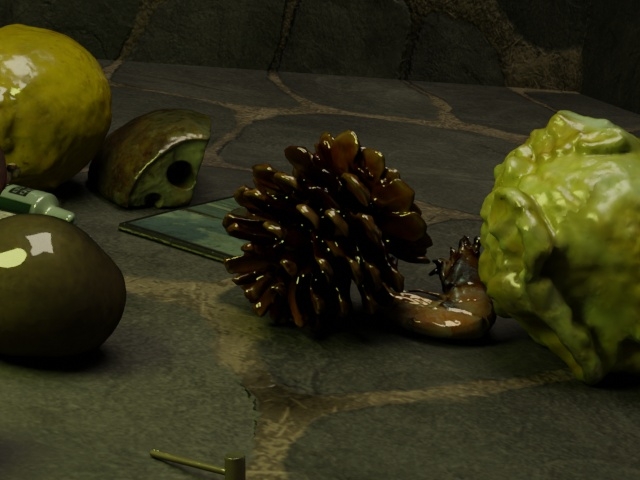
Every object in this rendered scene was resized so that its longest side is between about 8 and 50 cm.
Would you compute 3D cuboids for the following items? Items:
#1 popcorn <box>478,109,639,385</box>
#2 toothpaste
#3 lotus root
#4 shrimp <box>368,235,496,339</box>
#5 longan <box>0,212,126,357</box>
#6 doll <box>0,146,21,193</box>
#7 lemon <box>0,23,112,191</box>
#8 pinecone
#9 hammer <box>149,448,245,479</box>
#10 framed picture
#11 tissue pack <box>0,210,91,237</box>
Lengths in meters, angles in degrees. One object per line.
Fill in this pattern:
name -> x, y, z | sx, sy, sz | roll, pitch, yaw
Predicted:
popcorn -> 0.334, 0.016, 1.700 | 0.312, 0.312, 0.312 | 7, 15, -2
toothpaste -> -0.510, -0.068, 2.003 | 0.392, 0.061, 0.098 | 14, 18, 27
lotus root -> -0.276, -0.151, 2.284 | 0.210, 0.142, 0.314 | 1, 15, -19
shrimp -> 0.144, 0.067, 1.853 | 0.178, 0.075, 0.289 | 6, 28, 2
longan -> -0.305, 0.052, 1.500 | 0.187, 0.167, 0.167 | 30, 5, -25
doll -> -0.508, -0.075, 1.768 | 0.196, 0.152, 0.256 | -39, 7, -33
lemon -> -0.462, -0.205, 2.147 | 0.285, 0.286, 0.316 | 3, -4, -18
pinecone -> -0.006, -0.007, 1.709 | 0.264, 0.264, 0.264 | 7, 15, -2
hammer -> -0.114, 0.206, 1.271 | 0.110, 0.036, 0.019 | 8, 14, 35
framed picture -> -0.102, -0.016, 2.113 | 0.265, 0.016, 0.347 | 17, 18, 29
tissue pack -> -0.370, 0.025, 1.658 | 0.148, 0.099, 0.106 | 14, 13, 23
